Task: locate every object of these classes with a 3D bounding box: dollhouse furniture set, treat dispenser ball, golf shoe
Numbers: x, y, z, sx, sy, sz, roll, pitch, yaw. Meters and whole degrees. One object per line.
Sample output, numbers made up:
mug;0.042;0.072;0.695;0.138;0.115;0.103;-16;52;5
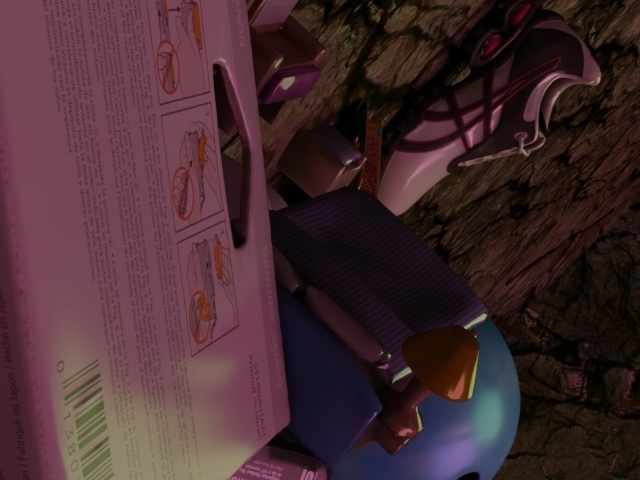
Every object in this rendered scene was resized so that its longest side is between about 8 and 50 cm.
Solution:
dollhouse furniture set;0.031;-0.060;0.870;0.198;0.303;0.286;-53;165;26
treat dispenser ball;0.089;0.186;1.749;0.288;0.288;0.288;-44;166;-14
golf shoe;0.154;-0.113;1.485;0.273;0.120;0.105;-49;168;13

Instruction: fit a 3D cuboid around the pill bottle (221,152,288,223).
pill bottle;-0.081;0.031;1.097;0.153;0.153;0.264;-46;165;-8

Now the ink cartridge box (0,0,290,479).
ink cartridge box;-0.093;-0.022;0.625;0.261;0.066;0.296;-35;120;-72

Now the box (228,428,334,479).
box;-0.127;0.085;0.819;0.183;0.231;0.056;20;94;-35

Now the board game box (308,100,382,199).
board game box;0.000;0.000;1.380;0.124;0.039;0.259;-85;-165;-46
